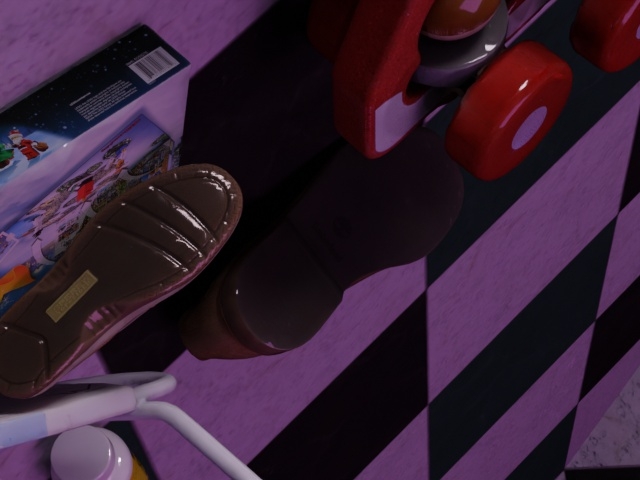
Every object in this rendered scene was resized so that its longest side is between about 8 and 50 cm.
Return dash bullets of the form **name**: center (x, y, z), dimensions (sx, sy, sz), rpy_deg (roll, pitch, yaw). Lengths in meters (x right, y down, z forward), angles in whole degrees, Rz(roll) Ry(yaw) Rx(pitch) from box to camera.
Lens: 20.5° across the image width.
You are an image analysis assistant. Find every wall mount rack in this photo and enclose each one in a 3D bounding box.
- **wall mount rack**: center (-0.163, 0.163, 1.072), dimensions (0.350, 0.304, 0.131), rpy_deg (-12, 97, -59)

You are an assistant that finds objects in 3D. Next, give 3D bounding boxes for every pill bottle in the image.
- **pill bottle**: center (-0.175, 0.183, 1.388), dimensions (0.065, 0.065, 0.116), rpy_deg (-45, 161, -11)

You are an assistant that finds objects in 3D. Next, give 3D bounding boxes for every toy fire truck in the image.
- **toy fire truck**: center (0.120, -0.199, 1.157), dimensions (0.302, 0.169, 0.254), rpy_deg (-42, 158, -18)

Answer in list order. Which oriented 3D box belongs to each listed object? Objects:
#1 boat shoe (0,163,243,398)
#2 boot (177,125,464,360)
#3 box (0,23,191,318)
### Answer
- **boat shoe**: center (-0.126, 0.023, 1.082), dimensions (0.190, 0.068, 0.072), rpy_deg (-37, 172, -3)
- **boot**: center (0.000, 0.000, 1.423), dimensions (0.305, 0.112, 0.115), rpy_deg (-37, -172, -41)
- **box**: center (-0.180, -0.011, 1.050), dimensions (0.233, 0.044, 0.159), rpy_deg (-37, 158, -31)
